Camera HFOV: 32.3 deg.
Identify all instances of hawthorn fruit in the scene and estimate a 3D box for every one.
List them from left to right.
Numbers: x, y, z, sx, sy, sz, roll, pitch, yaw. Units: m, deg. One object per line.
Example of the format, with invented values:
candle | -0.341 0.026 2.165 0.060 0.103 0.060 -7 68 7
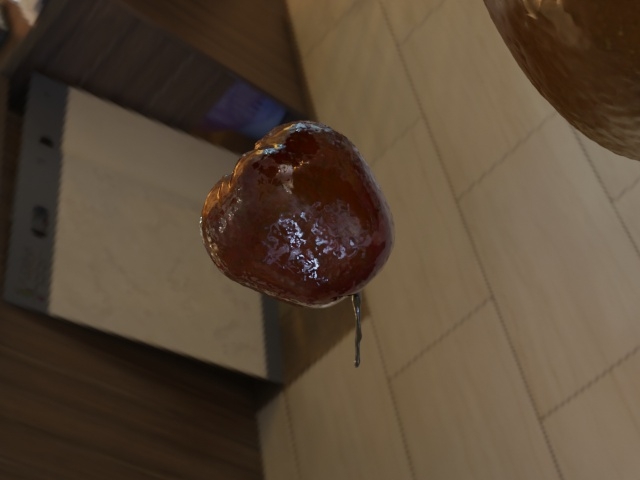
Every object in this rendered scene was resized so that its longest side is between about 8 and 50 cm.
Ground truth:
hawthorn fruit | 0.000 0.000 0.979 0.162 0.203 0.162 -47 1 1

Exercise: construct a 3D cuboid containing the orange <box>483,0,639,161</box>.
orange | 0.239 -0.203 0.656 0.322 0.357 0.322 -2 74 8
